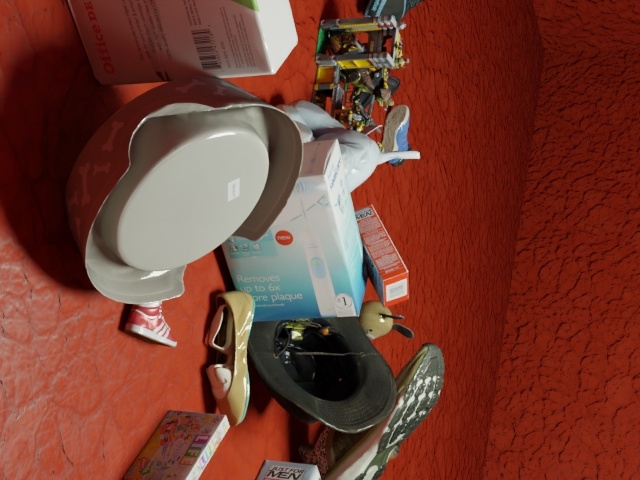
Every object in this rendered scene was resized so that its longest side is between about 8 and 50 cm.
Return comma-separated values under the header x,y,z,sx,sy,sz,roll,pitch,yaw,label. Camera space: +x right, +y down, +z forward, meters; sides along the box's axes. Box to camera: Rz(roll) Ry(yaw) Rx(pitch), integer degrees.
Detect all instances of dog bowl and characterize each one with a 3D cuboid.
x,y,z,sx,sy,sz,roll,pitch,yaw,label
-0.191,-0.073,1.431,0.349,0.102,0.348,-32,151,-20,dog bowl

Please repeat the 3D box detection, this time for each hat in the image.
x,y,z,sx,sy,sz,roll,pitch,yaw,label
-0.028,0.246,1.942,0.134,0.331,0.331,-54,177,33,hat

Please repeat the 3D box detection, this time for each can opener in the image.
x,y,z,sx,sy,sz,roll,pitch,yaw,label
0.121,-0.353,2.424,0.186,0.073,0.059,-44,140,-47,can opener

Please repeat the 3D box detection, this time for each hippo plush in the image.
x,y,z,sx,sy,sz,roll,pitch,yaw,label
-0.018,-0.117,1.994,0.294,0.234,0.236,-12,133,-52,hippo plush

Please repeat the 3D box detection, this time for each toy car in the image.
x,y,z,sx,sy,sz,roll,pitch,yaw,label
0.100,0.186,2.231,0.155,0.188,0.149,56,41,-54,toy car

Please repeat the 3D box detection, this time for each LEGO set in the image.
x,y,z,sx,sy,sz,roll,pitch,yaw,label
0.109,-0.323,2.221,0.255,0.192,0.331,49,48,-58,LEGO set

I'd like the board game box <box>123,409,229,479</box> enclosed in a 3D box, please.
x,y,z,sx,sy,sz,roll,pitch,yaw,label
-0.218,0.323,1.600,0.154,0.103,0.026,-58,142,-51,board game box

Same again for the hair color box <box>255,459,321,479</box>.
x,y,z,sx,sy,sz,roll,pitch,yaw,label
-0.095,0.602,1.892,0.374,0.114,0.185,-62,145,-47,hair color box

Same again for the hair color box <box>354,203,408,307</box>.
x,y,z,sx,sy,sz,roll,pitch,yaw,label
0.105,0.028,1.911,0.093,0.053,0.167,82,-14,-53,hair color box

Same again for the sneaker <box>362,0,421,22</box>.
x,y,z,sx,sy,sz,roll,pitch,yaw,label
0.174,-0.593,2.504,0.139,0.125,0.341,-66,166,17,sneaker

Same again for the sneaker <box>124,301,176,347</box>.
x,y,z,sx,sy,sz,roll,pitch,yaw,label
-0.251,0.122,1.590,0.118,0.042,0.067,38,60,-59,sneaker

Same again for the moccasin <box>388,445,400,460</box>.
x,y,z,sx,sy,sz,roll,pitch,yaw,label
0.106,0.396,2.327,0.380,0.147,0.139,-78,146,-70,moccasin

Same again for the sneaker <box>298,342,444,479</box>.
x,y,z,sx,sy,sz,roll,pitch,yaw,label
0.081,0.342,2.059,0.410,0.182,0.158,-55,153,17,sneaker

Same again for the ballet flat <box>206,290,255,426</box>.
x,y,z,sx,sy,sz,roll,pitch,yaw,label
-0.163,0.200,1.789,0.073,0.080,0.232,13,75,-38,ballet flat

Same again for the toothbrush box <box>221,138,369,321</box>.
x,y,z,sx,sy,sz,roll,pitch,yaw,label
-0.053,-0.013,1.812,0.126,0.216,0.295,-72,154,-54,toothbrush box

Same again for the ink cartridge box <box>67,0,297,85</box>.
x,y,z,sx,sy,sz,roll,pitch,yaw,label
-0.192,-0.327,1.416,0.114,0.273,0.198,-63,146,-50,ink cartridge box

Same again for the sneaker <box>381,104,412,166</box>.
x,y,z,sx,sy,sz,roll,pitch,yaw,label
0.196,-0.256,2.595,0.084,0.058,0.152,42,57,-54,sneaker
